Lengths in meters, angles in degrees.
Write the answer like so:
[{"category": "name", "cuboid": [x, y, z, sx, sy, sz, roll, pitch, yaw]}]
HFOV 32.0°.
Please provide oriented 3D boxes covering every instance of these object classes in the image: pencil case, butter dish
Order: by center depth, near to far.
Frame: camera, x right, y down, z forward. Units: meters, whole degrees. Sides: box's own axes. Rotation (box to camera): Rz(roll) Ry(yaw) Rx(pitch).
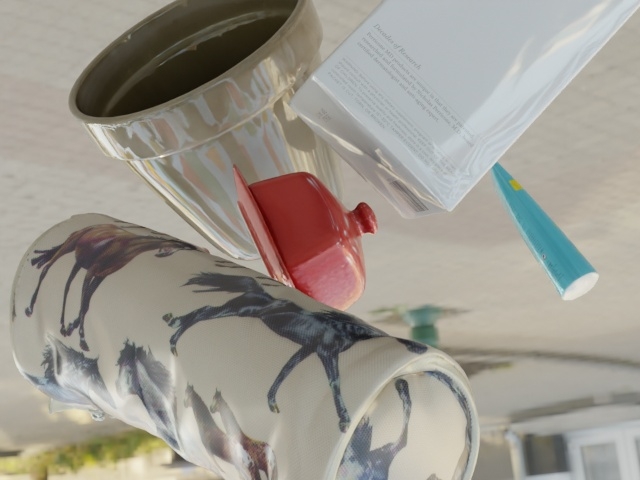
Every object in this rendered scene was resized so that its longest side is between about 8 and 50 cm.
[{"category": "pencil case", "cuboid": [-0.073, 0.112, 0.876, 0.410, 0.183, 0.160, 20, -151, 39]}, {"category": "butter dish", "cuboid": [0.000, 0.000, 1.090, 0.118, 0.160, 0.160, -26, 144, 0]}]

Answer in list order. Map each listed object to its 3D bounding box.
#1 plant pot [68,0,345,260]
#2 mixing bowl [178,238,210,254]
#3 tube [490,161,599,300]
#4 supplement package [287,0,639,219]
[{"category": "plant pot", "cuboid": [-0.109, -0.136, 1.412, 0.323, 0.323, 0.280, -13, 124, 24]}, {"category": "mixing bowl", "cuboid": [-0.269, 0.059, 1.768, 0.098, 0.181, 0.181, 39, 142, -25]}, {"category": "tube", "cuboid": [0.265, -0.019, 1.387, 0.052, 0.207, 0.080, -28, 150, -8]}, {"category": "supplement package", "cuboid": [0.138, -0.185, 1.059, 0.293, 0.175, 0.177, -47, -175, -7]}]
